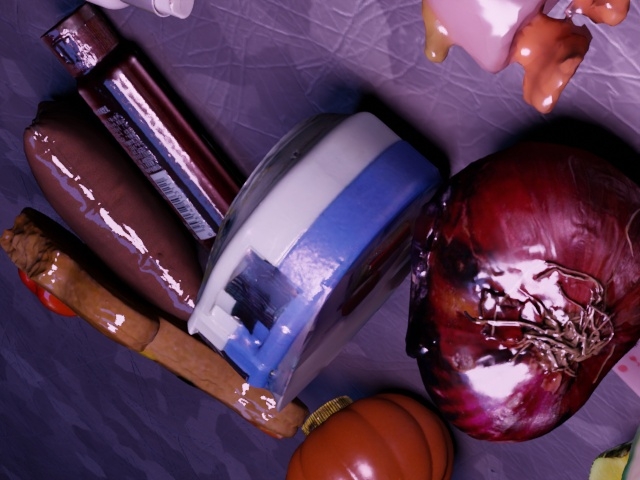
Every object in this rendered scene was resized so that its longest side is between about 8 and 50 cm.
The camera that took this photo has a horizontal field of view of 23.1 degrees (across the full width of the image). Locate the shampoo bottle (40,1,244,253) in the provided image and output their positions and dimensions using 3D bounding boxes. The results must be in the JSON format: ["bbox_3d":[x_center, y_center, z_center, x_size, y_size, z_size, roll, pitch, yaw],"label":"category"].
[{"bbox_3d":[-0.195,-0.130,1.826,0.323,0.084,0.129,52,165,-13],"label":"shampoo bottle"}]

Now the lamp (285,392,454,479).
[{"bbox_3d":[0.060,0.286,1.917,0.196,0.223,0.223,52,155,22],"label":"lamp"}]

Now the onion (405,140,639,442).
[{"bbox_3d":[0.186,0.049,1.406,0.221,0.281,0.281,15,159,-21],"label":"onion"}]

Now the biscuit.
[{"bbox_3d":[-0.226,0.104,1.978,0.394,0.076,0.368,34,180,-37],"label":"biscuit"}]

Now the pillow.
[{"bbox_3d":[-0.247,-0.039,1.909,0.305,0.108,0.308,50,-179,-13],"label":"pillow"}]

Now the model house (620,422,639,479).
[{"bbox_3d":[0.428,0.219,1.146,0.342,0.382,0.335,30,142,-4],"label":"model house"}]

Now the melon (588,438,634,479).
[{"bbox_3d":[0.381,0.266,1.606,0.169,0.129,0.265,65,155,7],"label":"melon"}]

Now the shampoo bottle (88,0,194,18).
[{"bbox_3d":[-0.210,-0.279,1.659,0.192,0.074,0.074,22,145,30],"label":"shampoo bottle"}]

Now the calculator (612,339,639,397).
[{"bbox_3d":[0.309,0.099,1.550,0.175,0.032,0.100,45,151,-1],"label":"calculator"}]

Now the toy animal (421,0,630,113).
[{"bbox_3d":[0.107,-0.245,1.213,0.281,0.195,0.169,36,-172,-7],"label":"toy animal"}]

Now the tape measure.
[{"bbox_3d":[-0.001,0.000,1.572,0.138,0.259,0.262,36,150,13],"label":"tape measure"}]
